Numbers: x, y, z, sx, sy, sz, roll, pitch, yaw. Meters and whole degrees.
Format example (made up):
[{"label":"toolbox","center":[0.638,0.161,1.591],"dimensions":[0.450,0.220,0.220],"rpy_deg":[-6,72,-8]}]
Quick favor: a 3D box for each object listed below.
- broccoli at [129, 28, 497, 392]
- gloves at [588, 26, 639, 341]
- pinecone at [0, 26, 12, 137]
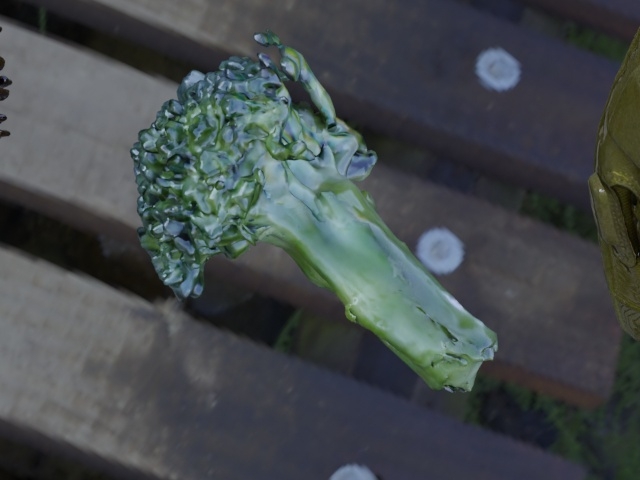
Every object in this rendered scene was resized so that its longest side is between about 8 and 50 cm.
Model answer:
[{"label":"broccoli","center":[-0.003,-0.007,1.199],"dimensions":[0.275,0.177,0.198],"rpy_deg":[36,13,-8]},{"label":"gloves","center":[0.209,-0.062,0.758],"dimensions":[0.141,0.331,0.154],"rpy_deg":[-18,55,-43]},{"label":"pinecone","center":[-0.283,-0.118,1.164],"dimensions":[0.163,0.163,0.165],"rpy_deg":[8,81,-17]}]
